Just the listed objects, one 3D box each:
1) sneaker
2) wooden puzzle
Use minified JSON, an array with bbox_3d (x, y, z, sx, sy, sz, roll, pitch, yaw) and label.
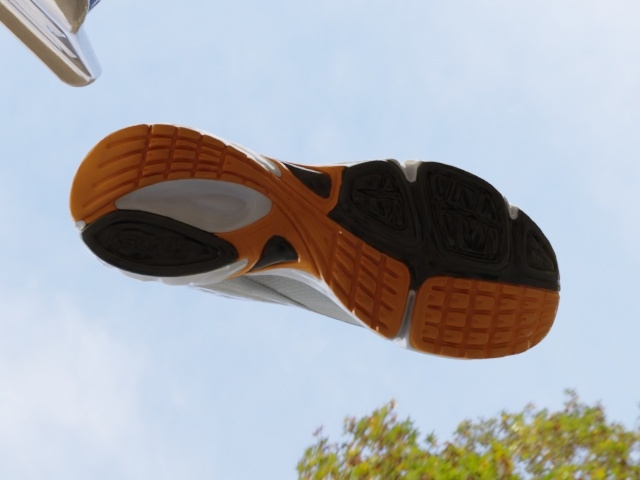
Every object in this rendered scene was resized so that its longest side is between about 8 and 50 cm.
[{"bbox_3d":[0.000,0.000,0.607,0.262,0.121,0.099,16,-96,-4],"label":"sneaker"},{"bbox_3d":[-0.308,-0.292,0.977,0.322,0.348,0.080,44,-99,-7],"label":"wooden puzzle"}]
